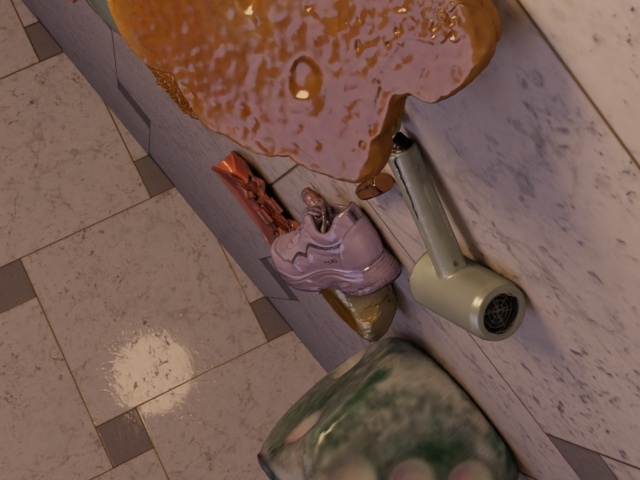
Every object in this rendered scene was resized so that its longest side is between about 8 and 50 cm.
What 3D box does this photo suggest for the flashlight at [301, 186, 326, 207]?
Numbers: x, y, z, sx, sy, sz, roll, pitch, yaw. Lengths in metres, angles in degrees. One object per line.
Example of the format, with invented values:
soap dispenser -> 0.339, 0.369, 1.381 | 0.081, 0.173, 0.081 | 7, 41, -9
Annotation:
flashlight -> 0.009, -0.042, 1.444 | 0.110, 0.031, 0.052 | 50, 146, 27

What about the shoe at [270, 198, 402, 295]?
shoe -> 0.000, 0.000, 1.365 | 0.245, 0.095, 0.138 | 7, 130, 47

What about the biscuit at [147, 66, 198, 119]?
biscuit -> -0.301, -0.331, 1.774 | 0.254, 0.035, 0.254 | 50, 170, 12

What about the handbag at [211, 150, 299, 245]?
handbag -> -0.116, -0.070, 1.810 | 0.212, 0.059, 0.157 | 54, 171, -21

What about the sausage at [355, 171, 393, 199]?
sausage -> 0.064, -0.065, 1.137 | 0.026, 0.026, 0.116 | 52, 171, -4

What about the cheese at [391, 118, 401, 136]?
cheese -> 0.053, -0.138, 0.909 | 0.083, 0.030, 0.044 | 61, 173, -19

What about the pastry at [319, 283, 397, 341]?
pastry -> 0.060, 0.085, 1.497 | 0.166, 0.088, 0.166 | 49, 171, 11

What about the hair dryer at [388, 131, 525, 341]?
hair dryer -> 0.130, -0.010, 0.977 | 0.131, 0.073, 0.236 | 31, 148, 59

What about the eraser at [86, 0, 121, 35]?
eraser -> -0.297, -0.410, 1.281 | 0.189, 0.104, 0.290 | 64, 170, 2

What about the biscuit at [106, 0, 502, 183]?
biscuit -> -0.031, -0.191, 0.704 | 0.376, 0.051, 0.269 | 24, 129, 31

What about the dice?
dice -> 0.111, 0.394, 1.631 | 0.328, 0.348, 0.330 | 50, 171, -4

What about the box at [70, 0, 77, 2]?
box -> -0.480, -0.535, 1.660 | 0.182, 0.099, 0.133 | 50, 172, 8
